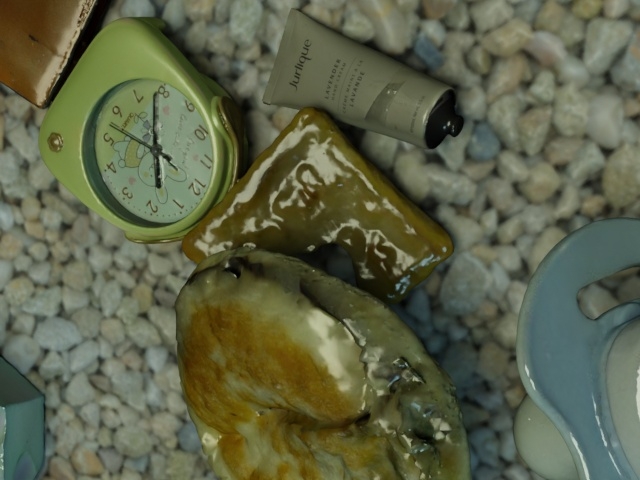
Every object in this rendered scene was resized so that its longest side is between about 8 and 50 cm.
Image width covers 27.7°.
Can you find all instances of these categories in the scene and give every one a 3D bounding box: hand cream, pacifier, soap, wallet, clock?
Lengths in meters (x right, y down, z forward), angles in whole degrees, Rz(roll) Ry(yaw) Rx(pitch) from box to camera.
[{"bbox_3d":[0.037,-0.127,1.095,0.186,0.054,0.087,24,104,25],"label":"hand cream"},{"bbox_3d":[0.242,0.133,0.997,0.233,0.244,0.299,-25,84,56],"label":"pacifier"},{"bbox_3d":[-0.364,0.219,1.316,0.145,0.091,0.230,36,111,11],"label":"soap"},{"bbox_3d":[-0.289,-0.237,1.223,0.195,0.042,0.161,32,107,17],"label":"wallet"},{"bbox_3d":[-0.134,-0.075,1.168,0.232,0.069,0.170,43,113,10],"label":"clock"}]

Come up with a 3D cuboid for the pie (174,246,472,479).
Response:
[{"bbox_3d":[-0.004,0.157,1.088,0.339,0.077,0.339,26,132,34],"label":"pie"}]

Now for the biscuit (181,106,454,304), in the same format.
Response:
[{"bbox_3d":[0.000,0.000,1.110,0.183,0.039,0.174,40,102,-2],"label":"biscuit"}]
